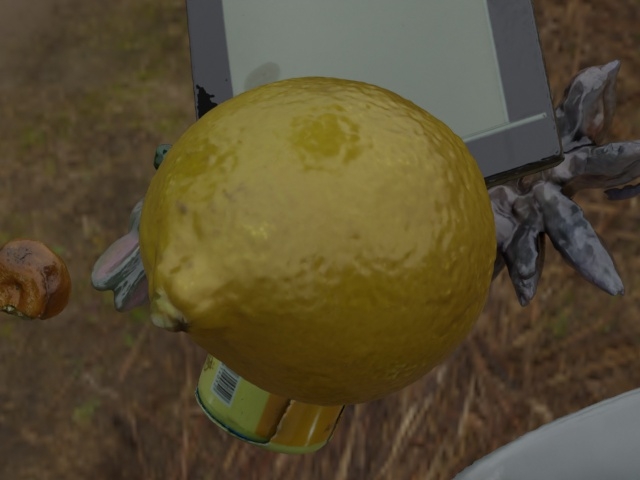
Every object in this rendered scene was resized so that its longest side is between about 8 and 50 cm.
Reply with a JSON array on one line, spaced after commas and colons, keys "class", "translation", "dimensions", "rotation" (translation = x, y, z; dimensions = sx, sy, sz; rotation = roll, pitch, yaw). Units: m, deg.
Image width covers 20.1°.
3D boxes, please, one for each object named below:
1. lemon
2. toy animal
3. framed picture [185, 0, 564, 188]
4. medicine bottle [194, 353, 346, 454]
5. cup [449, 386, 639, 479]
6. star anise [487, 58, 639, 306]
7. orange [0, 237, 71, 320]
[{"class": "lemon", "translation": [0.000, 0.000, 0.995], "dimensions": [0.187, 0.187, 0.244], "rotation": [37, 31, 31]}, {"class": "toy animal", "translation": [-0.109, -0.017, 1.600], "dimensions": [0.138, 0.108, 0.236], "rotation": [41, 28, -7]}, {"class": "framed picture", "translation": [0.024, -0.162, 1.294], "dimensions": [0.265, 0.016, 0.347], "rotation": [-19, 58, 17]}, {"class": "medicine bottle", "translation": [-0.004, 0.034, 1.347], "dimensions": [0.124, 0.239, 0.124], "rotation": [19, 22, -8]}, {"class": "cup", "translation": [0.208, 0.180, 0.746], "dimensions": [0.227, 0.257, 0.301], "rotation": [-11, 10, 45]}, {"class": "star anise", "translation": [0.169, -0.040, 1.418], "dimensions": [0.236, 0.093, 0.229], "rotation": [-42, 62, 1]}, {"class": "orange", "translation": [-0.277, 0.035, 1.724], "dimensions": [0.086, 0.086, 0.062], "rotation": [20, 28, 19]}]
